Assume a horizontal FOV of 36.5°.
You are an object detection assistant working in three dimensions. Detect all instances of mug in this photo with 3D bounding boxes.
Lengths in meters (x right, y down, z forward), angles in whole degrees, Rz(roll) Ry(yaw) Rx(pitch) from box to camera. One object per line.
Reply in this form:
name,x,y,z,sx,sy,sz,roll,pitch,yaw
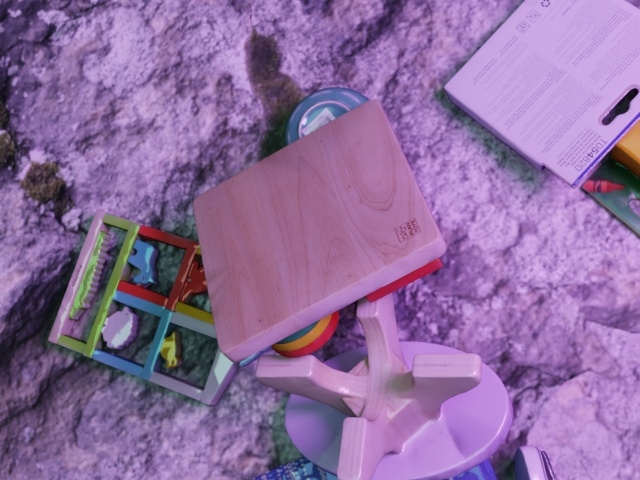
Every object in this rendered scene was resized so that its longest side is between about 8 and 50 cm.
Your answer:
mug,0.019,-0.114,1.224,0.129,0.097,0.158,0,80,14

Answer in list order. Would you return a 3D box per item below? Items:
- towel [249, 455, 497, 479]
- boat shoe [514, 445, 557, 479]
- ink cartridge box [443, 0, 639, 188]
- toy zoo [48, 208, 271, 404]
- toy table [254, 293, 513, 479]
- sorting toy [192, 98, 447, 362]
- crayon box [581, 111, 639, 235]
towel,0.062,0.356,1.171,0.336,0.040,0.243,-25,78,10
boat shoe,0.282,0.341,1.097,0.076,0.080,0.228,-12,74,-6
ink cartridge box,0.302,-0.198,1.174,0.223,0.045,0.224,-46,59,2
toy zoo,-0.198,0.092,1.278,0.293,0.030,0.192,18,85,16
toy table,0.066,0.174,1.099,0.274,0.161,0.252,-14,55,15
sorting toy,0.000,0.000,1.088,0.255,0.089,0.257,-28,42,10
crayon box,0.486,-0.122,1.120,0.202,0.081,0.318,43,93,16
